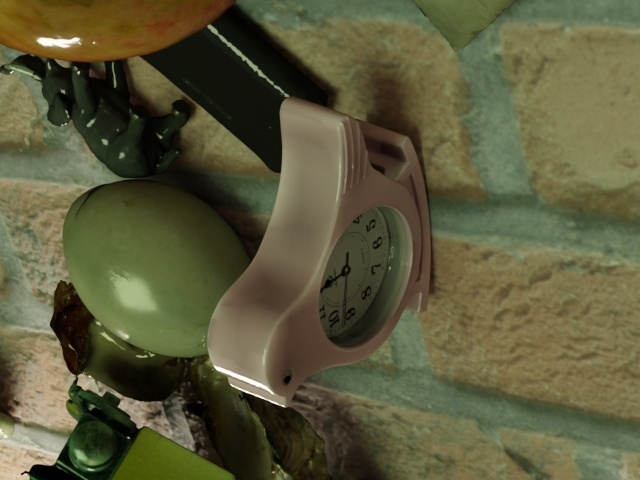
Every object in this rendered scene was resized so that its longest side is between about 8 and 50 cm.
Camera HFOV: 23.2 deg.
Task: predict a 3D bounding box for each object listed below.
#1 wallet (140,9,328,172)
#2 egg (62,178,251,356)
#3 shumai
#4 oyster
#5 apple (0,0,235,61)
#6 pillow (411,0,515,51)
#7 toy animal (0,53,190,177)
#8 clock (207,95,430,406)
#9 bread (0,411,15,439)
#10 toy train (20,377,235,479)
[{"bbox_3d":[-0.102,-0.180,1.682,0.250,0.044,0.149,42,144,7],"label":"wallet"},{"bbox_3d":[-0.190,0.030,1.815,0.253,0.186,0.186,33,138,13],"label":"egg"},{"bbox_3d":[-0.275,0.133,2.015,0.201,0.120,0.201,27,131,37],"label":"shumai"},{"bbox_3d":[-0.062,0.238,1.899,0.361,0.096,0.221,53,158,34],"label":"oyster"},{"bbox_3d":[-0.224,-0.334,1.446,0.364,0.364,0.364,24,134,27],"label":"apple"},{"bbox_3d":[0.091,-0.288,1.417,0.229,0.050,0.148,46,145,-2],"label":"pillow"},{"bbox_3d":[-0.266,-0.170,1.804,0.269,0.082,0.137,36,138,13],"label":"toy animal"},{"bbox_3d":[0.000,0.000,1.558,0.080,0.275,0.290,19,129,36],"label":"clock"},{"bbox_3d":[-0.589,0.260,2.359,0.267,0.040,0.267,11,163,4],"label":"bread"},{"bbox_3d":[-0.253,0.316,2.041,0.253,0.160,0.397,30,165,-3],"label":"toy train"}]
